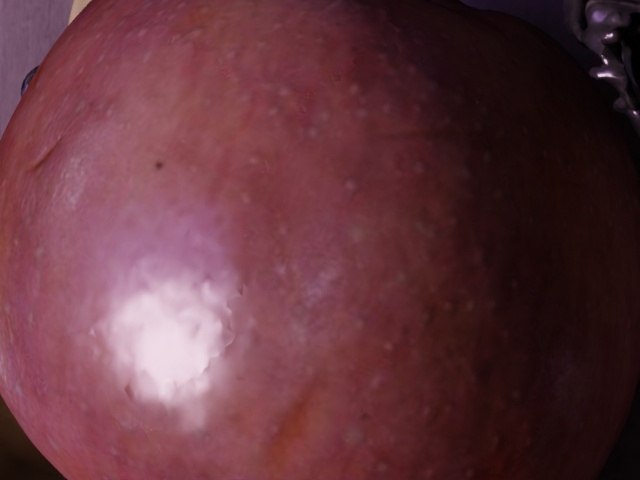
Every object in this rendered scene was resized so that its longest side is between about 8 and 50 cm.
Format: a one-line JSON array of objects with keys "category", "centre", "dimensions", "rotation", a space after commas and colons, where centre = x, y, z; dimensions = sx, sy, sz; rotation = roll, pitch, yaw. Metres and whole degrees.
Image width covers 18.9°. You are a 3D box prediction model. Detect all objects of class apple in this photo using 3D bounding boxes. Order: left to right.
[{"category": "apple", "centre": [0.000, 0.000, 0.807], "dimensions": [0.305, 0.305, 0.235], "rotation": [34, 112, 53]}]

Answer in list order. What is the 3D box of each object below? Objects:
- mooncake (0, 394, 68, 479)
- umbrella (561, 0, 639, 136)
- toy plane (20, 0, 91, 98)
[{"category": "mooncake", "centre": [-0.280, 0.274, 1.208], "dimensions": [0.467, 0.262, 0.467], "rotation": [-12, 76, 58]}, {"category": "umbrella", "centre": [0.132, -0.158, 0.758], "dimensions": [0.337, 0.128, 0.154], "rotation": [-115, 35, -41]}, {"category": "toy plane", "centre": [-0.142, -0.059, 1.196], "dimensions": [0.229, 0.092, 0.244], "rotation": [-165, 84, -72]}]
